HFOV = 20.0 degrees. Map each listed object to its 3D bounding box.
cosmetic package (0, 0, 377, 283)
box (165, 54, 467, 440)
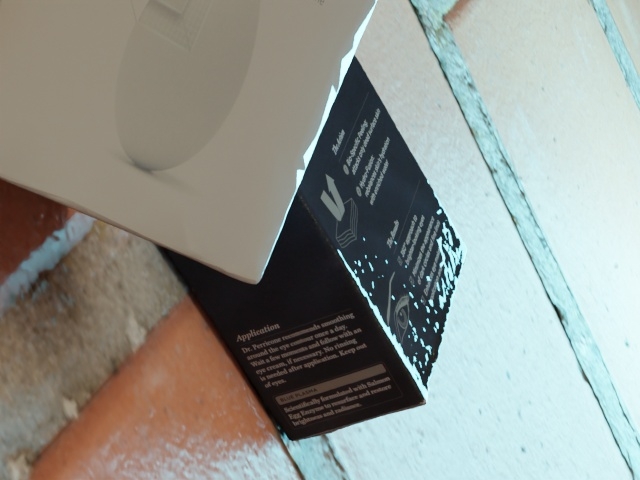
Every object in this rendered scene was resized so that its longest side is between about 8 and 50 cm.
[{"bbox_3d":[-0.090,-0.128,0.784,0.224,0.138,0.225,27,87,-56],"label":"cosmetic package"},{"bbox_3d":[0.000,0.000,1.034,0.158,0.093,0.156,59,27,-23],"label":"box"}]
